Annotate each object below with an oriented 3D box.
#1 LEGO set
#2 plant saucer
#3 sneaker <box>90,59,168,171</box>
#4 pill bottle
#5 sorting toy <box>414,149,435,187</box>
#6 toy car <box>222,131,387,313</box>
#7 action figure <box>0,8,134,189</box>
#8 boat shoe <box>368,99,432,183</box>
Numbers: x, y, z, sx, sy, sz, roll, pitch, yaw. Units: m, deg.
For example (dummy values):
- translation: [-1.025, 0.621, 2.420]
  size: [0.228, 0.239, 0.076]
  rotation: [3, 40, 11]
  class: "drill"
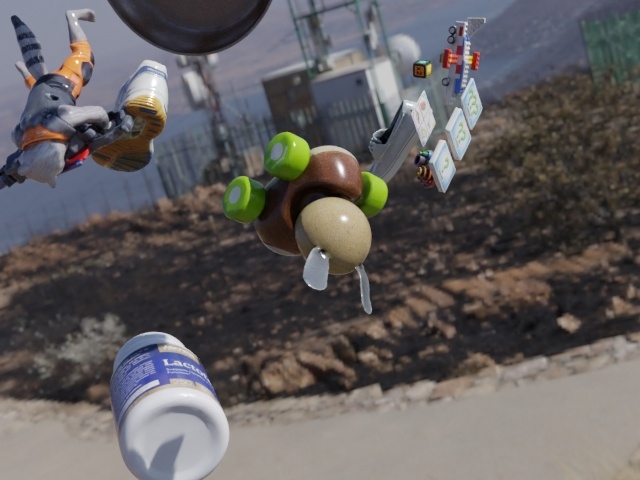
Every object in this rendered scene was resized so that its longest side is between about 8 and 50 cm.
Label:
- translation: [0.204, -0.212, 1.524]
  size: [0.060, 0.244, 0.182]
  rotation: [13, 61, 30]
  class: "LEGO set"
- translation: [-0.187, -0.421, 1.439]
  size: [0.310, 0.311, 0.050]
  rotation: [-10, 15, 27]
  class: "plant saucer"
- translation: [-0.358, -0.236, 1.963]
  size: [0.111, 0.131, 0.296]
  rotation: [19, -30, -24]
  class: "sneaker"
- translation: [-0.234, 0.241, 1.504]
  size: [0.153, 0.153, 0.264]
  rotation: [-19, 21, -11]
  class: "pill bottle"
- translation: [0.199, -0.146, 1.958]
  size: [0.042, 0.061, 0.102]
  rotation: [16, 29, -21]
  class: "sorting toy"
- translation: [0.000, 0.000, 1.122]
  size: [0.149, 0.155, 0.188]
  rotation: [-43, 44, 27]
  class: "toy car"
- translation: [-0.515, -0.227, 1.818]
  size: [0.341, 0.178, 0.330]
  rotation: [-26, 53, 20]
  class: "action figure"
- translation: [0.144, -0.204, 2.094]
  size: [0.227, 0.081, 0.079]
  rotation: [-55, 15, 40]
  class: "boat shoe"
